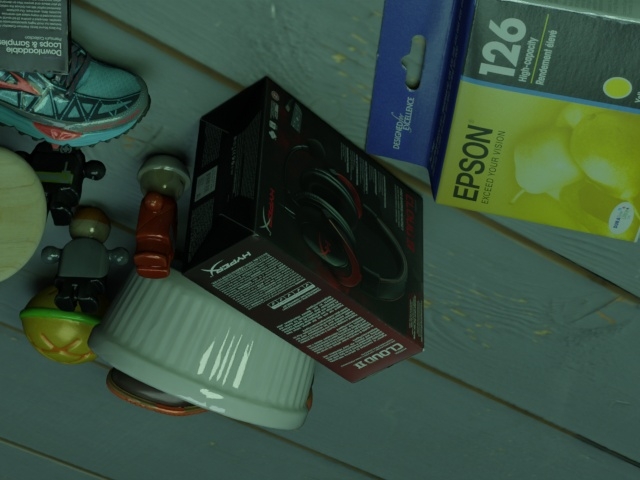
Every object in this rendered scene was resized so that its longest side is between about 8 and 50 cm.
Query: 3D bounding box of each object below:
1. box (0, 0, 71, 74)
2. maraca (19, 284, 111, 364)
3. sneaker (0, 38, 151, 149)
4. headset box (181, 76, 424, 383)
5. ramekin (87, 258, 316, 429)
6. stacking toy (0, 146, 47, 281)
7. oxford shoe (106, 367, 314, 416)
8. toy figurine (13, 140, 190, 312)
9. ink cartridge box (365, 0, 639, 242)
[{"bbox_3d":[-0.293,-0.238,1.377,0.116,0.029,0.162,3,110,-1],"label":"box"},{"bbox_3d":[-0.308,0.107,1.828,0.127,0.099,0.185,11,167,3],"label":"maraca"},{"bbox_3d":[-0.294,-0.175,1.459,0.262,0.104,0.125,11,138,-12],"label":"sneaker"},{"bbox_3d":[0.000,0.000,1.571,0.110,0.218,0.293,-28,132,33],"label":"headset box"},{"bbox_3d":[-0.123,0.112,1.707,0.273,0.127,0.273,22,-179,-1],"label":"ramekin"},{"bbox_3d":[-0.418,-0.051,1.521,0.141,0.141,0.330,39,166,-37],"label":"stacking toy"},{"bbox_3d":[-0.143,0.167,1.912,0.272,0.097,0.098,2,122,-7],"label":"oxford shoe"},{"bbox_3d":[-0.270,-0.036,1.607,0.213,0.148,0.210,28,141,-33],"label":"toy figurine"},{"bbox_3d":[0.204,-0.140,1.469,0.307,0.072,0.303,9,141,3],"label":"ink cartridge box"}]
